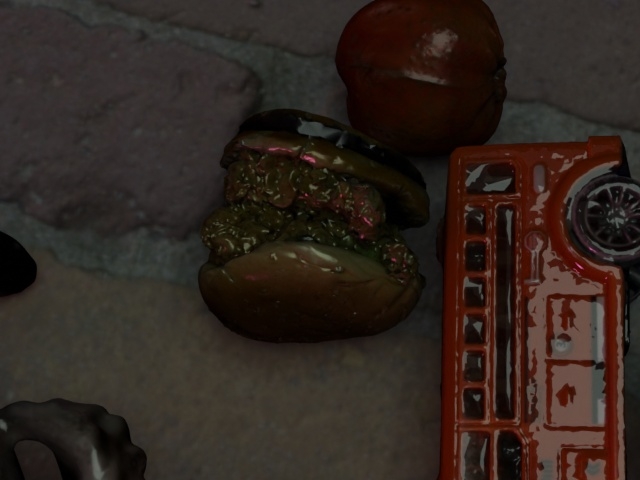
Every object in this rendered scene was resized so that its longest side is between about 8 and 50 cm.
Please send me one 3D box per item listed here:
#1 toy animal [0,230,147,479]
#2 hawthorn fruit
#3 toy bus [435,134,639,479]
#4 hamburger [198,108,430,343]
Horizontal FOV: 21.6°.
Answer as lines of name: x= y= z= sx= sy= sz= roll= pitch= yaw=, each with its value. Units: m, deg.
toy animal: x=-0.273 y=0.065 z=1.043 sx=0.303 sy=0.194 sz=0.344 roll=-11 pitch=78 yaw=-2
hawthorn fruit: x=0.071 y=-0.114 z=1.158 sx=0.128 sy=0.128 sz=0.128 roll=1 pitch=74 yaw=-4
toy bus: x=0.145 y=0.106 z=1.089 sx=0.153 sy=0.143 sz=0.329 roll=0 pitch=75 yaw=6
hamburger: x=0.000 y=0.000 z=1.089 sx=0.159 sy=0.185 sz=0.131 roll=18 pitch=69 yaw=-15
